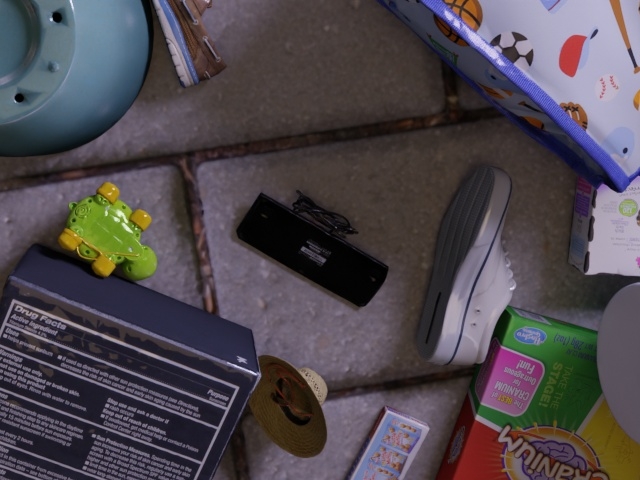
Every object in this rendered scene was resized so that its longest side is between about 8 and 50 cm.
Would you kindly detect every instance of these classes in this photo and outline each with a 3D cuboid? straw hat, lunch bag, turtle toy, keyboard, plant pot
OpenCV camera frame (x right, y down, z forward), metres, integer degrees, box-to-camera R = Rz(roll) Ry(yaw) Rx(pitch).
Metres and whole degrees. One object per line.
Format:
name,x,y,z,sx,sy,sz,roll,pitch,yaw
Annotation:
straw hat,-0.024,0.194,1.252,0.061,0.144,0.144,-31,107,-42
lunch bag,0.287,-0.286,1.097,0.385,0.239,0.328,38,95,-4
turtle toy,-0.247,-0.001,1.190,0.130,0.066,0.095,41,72,-14
keyboard,0.000,0.000,1.238,0.192,0.038,0.100,30,121,-12
plant pot,-0.330,-0.219,1.051,0.293,0.235,0.292,-1,103,-5

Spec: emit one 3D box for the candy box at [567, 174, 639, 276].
candy box,0.404,-0.055,1.238,0.165,0.070,0.196,3,101,-6

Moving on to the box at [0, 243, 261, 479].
box,-0.262,0.202,1.172,0.296,0.183,0.294,24,100,-11

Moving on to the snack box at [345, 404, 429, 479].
snack box,0.073,0.306,1.308,0.064,0.022,0.178,25,99,-9

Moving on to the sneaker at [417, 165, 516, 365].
sneaker,0.195,0.035,1.237,0.091,0.094,0.258,9,107,-23

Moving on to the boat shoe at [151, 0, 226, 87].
boat shoe,-0.158,-0.271,1.148,0.066,0.066,0.183,-19,113,-6

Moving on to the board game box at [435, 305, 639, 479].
board game box,0.296,0.265,1.298,0.242,0.064,0.316,16,100,-8

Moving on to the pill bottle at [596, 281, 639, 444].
pill bottle,0.542,0.127,1.171,0.392,0.224,0.224,-4,103,-19
